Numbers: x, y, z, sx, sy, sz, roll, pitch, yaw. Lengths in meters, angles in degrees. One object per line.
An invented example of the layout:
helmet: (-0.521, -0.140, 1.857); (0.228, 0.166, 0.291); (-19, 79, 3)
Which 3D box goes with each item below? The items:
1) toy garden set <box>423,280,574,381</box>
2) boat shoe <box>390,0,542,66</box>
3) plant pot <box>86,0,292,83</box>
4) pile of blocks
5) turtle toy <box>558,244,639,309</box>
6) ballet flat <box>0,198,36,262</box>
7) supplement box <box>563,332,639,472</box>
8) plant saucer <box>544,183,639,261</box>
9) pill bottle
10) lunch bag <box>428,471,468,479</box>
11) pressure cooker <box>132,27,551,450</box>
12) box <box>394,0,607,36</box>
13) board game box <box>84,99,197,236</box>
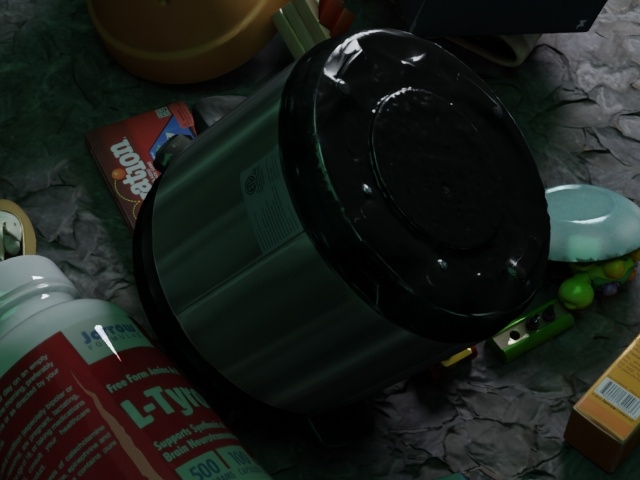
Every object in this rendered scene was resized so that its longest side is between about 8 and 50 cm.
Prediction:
toy garden set: (0.169, 0.050, 1.832); (0.204, 0.049, 0.244); (-26, 61, -21)
boat shoe: (0.169, -0.342, 2.078); (0.302, 0.109, 0.098); (28, 56, 8)
plant pot: (-0.198, -0.385, 1.967); (0.291, 0.203, 0.290); (-5, 64, 11)
pile of blocks: (0.050, -0.188, 1.918); (0.149, 0.113, 0.362); (12, 56, -43)
turtle toy: (0.346, 0.038, 1.837); (0.095, 0.066, 0.130); (21, 41, 39)
ballet flat: (-0.388, 0.024, 1.787); (0.080, 0.073, 0.232); (-10, 54, -6)
supplement box: (0.392, 0.166, 1.752); (0.080, 0.078, 0.233); (37, 60, 24)
plant saucer: (0.324, -0.033, 1.857); (0.195, 0.037, 0.195); (-5, 27, 2)
pill bottle: (-0.239, 0.213, 1.572); (0.229, 0.229, 0.407); (-33, 65, -24)
lunch bag: (0.144, 0.371, 1.530); (0.090, 0.176, 0.219); (-14, 55, -8)
pressure cooker: (-0.005, -0.001, 1.639); (0.375, 0.420, 0.370); (36, 46, -21)
box: (0.227, -0.443, 1.985); (0.296, 0.182, 0.294); (-6, 57, -25)
board game box: (-0.188, -0.056, 1.894); (0.145, 0.027, 0.281); (-21, 59, -17)
